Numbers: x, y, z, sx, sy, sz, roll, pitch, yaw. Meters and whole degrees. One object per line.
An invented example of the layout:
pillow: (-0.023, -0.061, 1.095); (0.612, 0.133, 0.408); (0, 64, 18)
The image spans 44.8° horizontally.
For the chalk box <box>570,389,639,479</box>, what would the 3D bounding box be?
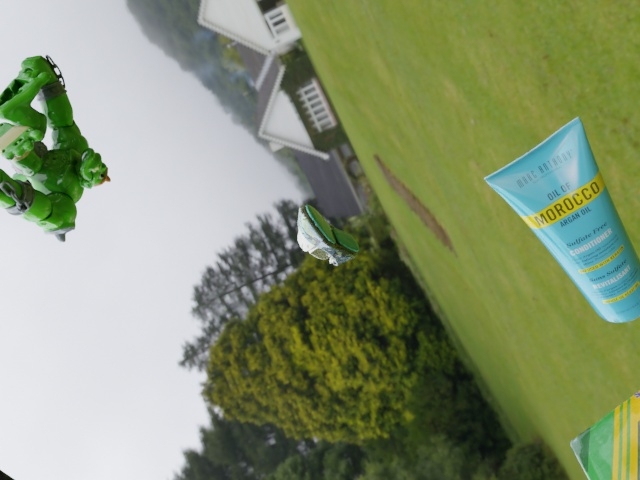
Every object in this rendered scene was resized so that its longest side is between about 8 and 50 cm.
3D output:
chalk box: (0.295, 0.194, 0.415); (0.179, 0.180, 0.289); (46, -168, -15)

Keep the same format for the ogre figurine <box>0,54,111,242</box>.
ogre figurine: (-0.277, -0.087, 0.779); (0.197, 0.096, 0.118); (61, 178, 42)

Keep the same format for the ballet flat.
ballet flat: (0.000, 0.000, 1.267); (0.188, 0.070, 0.070); (36, -150, -54)

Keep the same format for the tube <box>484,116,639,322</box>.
tube: (0.213, -0.009, 0.634); (0.207, 0.080, 0.052); (46, -167, -35)

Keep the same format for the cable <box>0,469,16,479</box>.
cable: (-0.441, 0.380, 1.109); (0.139, 0.072, 0.287); (52, -176, 31)
